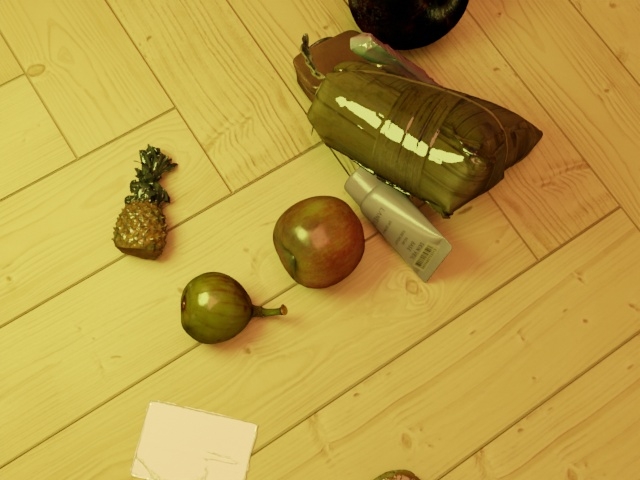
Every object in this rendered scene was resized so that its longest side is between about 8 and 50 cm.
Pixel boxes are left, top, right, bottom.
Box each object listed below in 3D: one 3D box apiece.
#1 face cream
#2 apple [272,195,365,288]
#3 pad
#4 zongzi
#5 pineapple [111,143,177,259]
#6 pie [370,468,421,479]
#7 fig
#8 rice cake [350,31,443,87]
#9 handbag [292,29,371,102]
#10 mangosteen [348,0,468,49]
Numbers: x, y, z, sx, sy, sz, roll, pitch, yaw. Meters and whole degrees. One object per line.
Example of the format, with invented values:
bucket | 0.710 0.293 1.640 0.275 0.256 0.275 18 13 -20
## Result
face cream | 0.168 -0.045 1.540 0.096 0.154 0.274 -28 69 -33
apple | 0.000 0.000 1.476 0.174 0.188 0.188 -32 78 -19
pad | -0.253 0.420 1.426 0.232 0.004 0.156 13 72 -1
zongzi | 0.212 -0.280 1.585 0.500 0.218 0.467 33 31 19
pineapple | -0.372 -0.087 1.513 0.125 0.125 0.251 7 68 -3
pie | 0.162 0.549 1.401 0.195 0.046 0.195 2 72 -5
fig | -0.196 0.133 1.459 0.186 0.148 0.142 2 52 -44
rice cake | 0.175 -0.395 1.580 0.081 0.290 0.051 12 88 41
handbag | 0.038 -0.404 1.642 0.193 0.072 0.151 -29 57 -10
mangosteen | 0.191 -0.589 1.634 0.300 0.300 0.300 1 74 -4
